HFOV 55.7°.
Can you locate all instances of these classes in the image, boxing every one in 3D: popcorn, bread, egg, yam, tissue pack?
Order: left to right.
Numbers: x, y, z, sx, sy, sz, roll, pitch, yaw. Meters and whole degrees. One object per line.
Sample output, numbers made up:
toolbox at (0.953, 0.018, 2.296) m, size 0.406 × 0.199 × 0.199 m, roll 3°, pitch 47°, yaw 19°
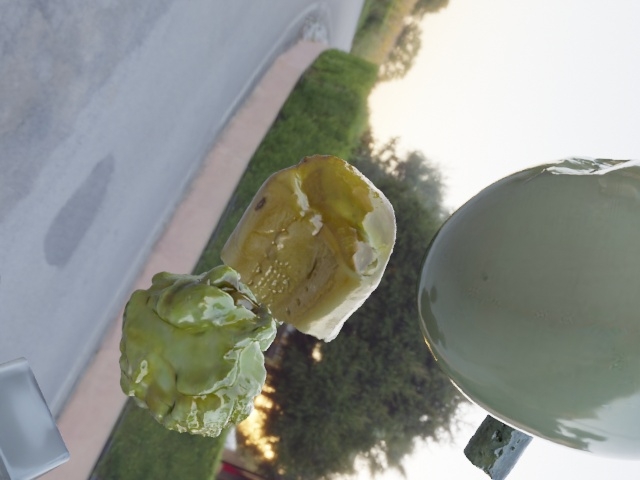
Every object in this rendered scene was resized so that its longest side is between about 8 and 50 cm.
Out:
tissue pack at (-0.669, 0.398, 1.267) m, size 0.159 × 0.246 × 0.136 m, roll -32°, pitch 171°, yaw 27°
popcorn at (-0.176, 0.154, 0.862) m, size 0.255 × 0.194 × 0.256 m, roll -48°, pitch -133°, yaw 25°
bread at (0.000, 0.000, 1.421) m, size 0.250 × 0.361 × 0.394 m, roll -41°, pitch 172°, yaw -48°
yam at (0.407, 0.420, 1.327) m, size 0.194 × 0.107 × 0.107 m, roll -57°, pitch -177°, yaw 5°
egg at (0.201, 0.045, 0.451) m, size 0.219 × 0.269 × 0.219 m, roll -25°, pitch 121°, yaw -52°
